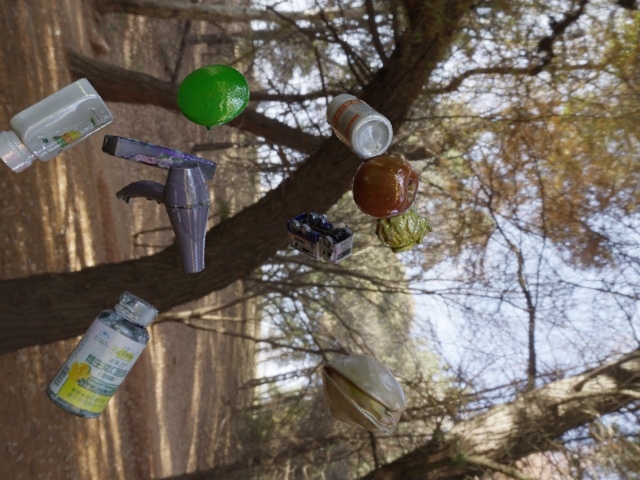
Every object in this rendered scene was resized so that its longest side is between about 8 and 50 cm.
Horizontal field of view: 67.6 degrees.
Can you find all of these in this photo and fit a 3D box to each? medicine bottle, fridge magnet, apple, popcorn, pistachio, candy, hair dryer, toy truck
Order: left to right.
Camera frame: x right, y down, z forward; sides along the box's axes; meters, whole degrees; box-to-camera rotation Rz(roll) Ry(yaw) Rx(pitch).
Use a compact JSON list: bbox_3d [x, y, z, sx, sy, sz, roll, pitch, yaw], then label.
[{"bbox_3d":[-0.726,-0.308,1.300,0.111,0.296,0.161,52,-15,11],"label":"medicine bottle"},{"bbox_3d":[-0.525,0.274,1.178,0.293,0.141,0.141,-60,-167,-14],"label":"medicine bottle"},{"bbox_3d":[-0.456,-0.089,1.361,0.361,0.121,0.301,18,-63,31],"label":"hair dryer"},{"bbox_3d":[-0.441,-0.230,1.337,0.088,0.312,0.061,17,-84,43],"label":"candy"},{"bbox_3d":[-0.302,-0.409,1.354,0.088,0.208,0.208,79,-5,-67],"label":"fridge magnet"},{"bbox_3d":[0.000,0.000,1.859,0.268,0.124,0.155,26,-49,37],"label":"toy truck"},{"bbox_3d":[0.114,-0.364,1.502,0.252,0.144,0.145,-120,-152,-55],"label":"medicine bottle"},{"bbox_3d":[0.161,0.598,1.858,0.365,0.281,0.445,37,-9,-8],"label":"pistachio"},{"bbox_3d":[0.179,-0.148,1.309,0.168,0.181,0.181,6,-73,34],"label":"apple"},{"bbox_3d":[0.265,-0.056,1.615,0.167,0.185,0.187,-44,-137,16],"label":"popcorn"}]
